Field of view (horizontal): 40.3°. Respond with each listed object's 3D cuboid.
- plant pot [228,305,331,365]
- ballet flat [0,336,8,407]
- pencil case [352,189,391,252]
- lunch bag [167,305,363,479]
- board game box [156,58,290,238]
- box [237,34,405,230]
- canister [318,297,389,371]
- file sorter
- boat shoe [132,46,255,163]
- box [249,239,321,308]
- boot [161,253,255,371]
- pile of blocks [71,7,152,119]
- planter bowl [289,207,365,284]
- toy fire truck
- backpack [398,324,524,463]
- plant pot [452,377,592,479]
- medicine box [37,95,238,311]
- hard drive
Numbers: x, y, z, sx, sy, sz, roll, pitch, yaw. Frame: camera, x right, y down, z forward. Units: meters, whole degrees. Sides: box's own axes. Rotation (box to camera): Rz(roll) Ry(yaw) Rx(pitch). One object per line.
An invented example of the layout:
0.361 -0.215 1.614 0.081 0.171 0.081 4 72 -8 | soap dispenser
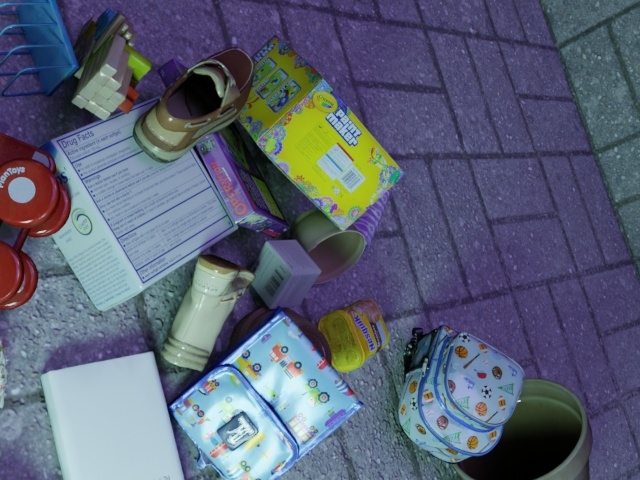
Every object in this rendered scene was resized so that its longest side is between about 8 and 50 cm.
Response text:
-0.056 0.234 1.705 0.237 0.109 0.237 20 59 -38 | plant pot
-0.507 0.256 1.276 0.077 0.091 0.241 58 36 -57 | ballet flat
0.098 -0.059 2.020 0.088 0.086 0.206 27 48 0 | pencil case
-0.110 0.297 1.553 0.293 0.138 0.221 -41 93 -5 | lunch bag
-0.185 -0.173 1.691 0.347 0.056 0.208 62 7 16 | board game box
-0.025 -0.220 1.766 0.290 0.177 0.279 44 5 -38 | box
0.075 0.196 1.856 0.170 0.073 0.126 -18 86 -63 | canister
-0.514 -0.349 1.507 0.104 0.118 0.170 -15 83 -45 | file sorter
-0.200 -0.258 1.545 0.122 0.120 0.324 40 45 -7 | boat shoe
-0.074 0.066 1.745 0.087 0.101 0.102 -2 43 -46 | box
-0.205 0.133 1.600 0.095 0.262 0.203 21 89 4 | boot
-0.355 -0.322 1.549 0.112 0.149 0.362 33 15 -30 | pile of blocks
0.000 0.000 1.853 0.162 0.162 0.109 5 41 -44 | planter bowl
-0.532 -0.032 1.298 0.254 0.169 0.302 23 81 -6 | toy fire truck
0.305 0.345 1.911 0.276 0.213 0.263 29 65 -7 | backpack
0.489 0.529 2.004 0.280 0.323 0.323 62 40 -27 | plant pot
-0.335 -0.070 1.534 0.263 0.149 0.289 -36 98 -48 | medicine box
-0.328 0.349 1.427 0.203 0.040 0.308 -6 76 -46 | hard drive
